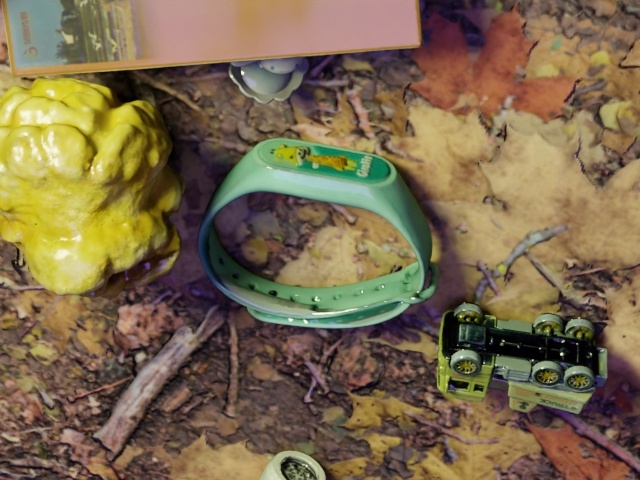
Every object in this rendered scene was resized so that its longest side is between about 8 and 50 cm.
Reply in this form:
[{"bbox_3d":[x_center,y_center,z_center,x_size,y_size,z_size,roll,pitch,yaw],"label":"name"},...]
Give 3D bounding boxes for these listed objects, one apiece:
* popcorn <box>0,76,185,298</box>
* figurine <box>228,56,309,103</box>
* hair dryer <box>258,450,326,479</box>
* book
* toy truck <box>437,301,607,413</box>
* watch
[{"bbox_3d":[-0.226,-0.040,1.520,0.200,0.203,0.226,14,153,-34],"label":"popcorn"},{"bbox_3d":[-0.042,-0.175,1.493,0.094,0.082,0.086,-13,168,-28],"label":"figurine"},{"bbox_3d":[0.029,0.325,1.824,0.236,0.073,0.131,22,122,-9],"label":"hair dryer"},{"bbox_3d":[-0.105,-0.281,1.424,0.373,0.028,0.263,-2,106,11],"label":"book"},{"bbox_3d":[0.198,0.128,1.665,0.168,0.077,0.100,7,138,0],"label":"toy truck"},{"bbox_3d":[0.000,0.000,1.613,0.237,0.068,0.195,8,125,4],"label":"watch"}]
